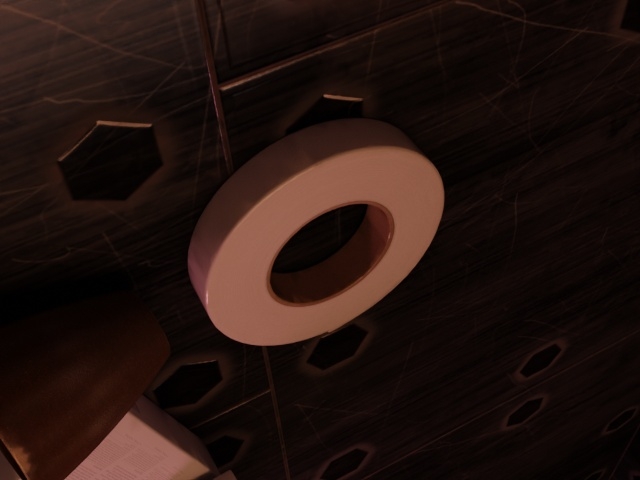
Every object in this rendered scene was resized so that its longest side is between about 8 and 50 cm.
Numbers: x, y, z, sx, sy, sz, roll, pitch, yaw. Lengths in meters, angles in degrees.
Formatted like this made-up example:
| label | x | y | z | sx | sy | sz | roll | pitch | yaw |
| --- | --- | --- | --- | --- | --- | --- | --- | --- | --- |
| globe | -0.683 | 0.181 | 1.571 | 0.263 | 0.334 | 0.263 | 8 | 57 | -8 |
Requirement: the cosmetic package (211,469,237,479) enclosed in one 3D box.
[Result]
| label | x | y | z | sx | sy | sz | roll | pitch | yaw |
| --- | --- | --- | --- | --- | --- | --- | --- | --- | --- |
| cosmetic package | -0.184 | 0.589 | 1.500 | 0.156 | 0.217 | 0.385 | -25 | 157 | -23 |

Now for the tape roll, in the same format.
| label | x | y | z | sx | sy | sz | roll | pitch | yaw |
| --- | --- | --- | --- | --- | --- | --- | --- | --- | --- |
| tape roll | 0.000 | 0.000 | 1.199 | 0.392 | 0.072 | 0.392 | -22 | 143 | -18 |

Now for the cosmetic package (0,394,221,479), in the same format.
| label | x | y | z | sx | sy | sz | roll | pitch | yaw |
| --- | --- | --- | --- | --- | --- | --- | --- | --- | --- |
| cosmetic package | -0.359 | 0.374 | 1.321 | 0.284 | 0.097 | 0.377 | -35 | 146 | -5 |

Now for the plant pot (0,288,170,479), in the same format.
| label | x | y | z | sx | sy | sz | roll | pitch | yaw |
| --- | --- | --- | --- | --- | --- | --- | --- | --- | --- |
| plant pot | -0.313 | 0.166 | 1.045 | 0.230 | 0.215 | 0.215 | -35 | 148 | -26 |
